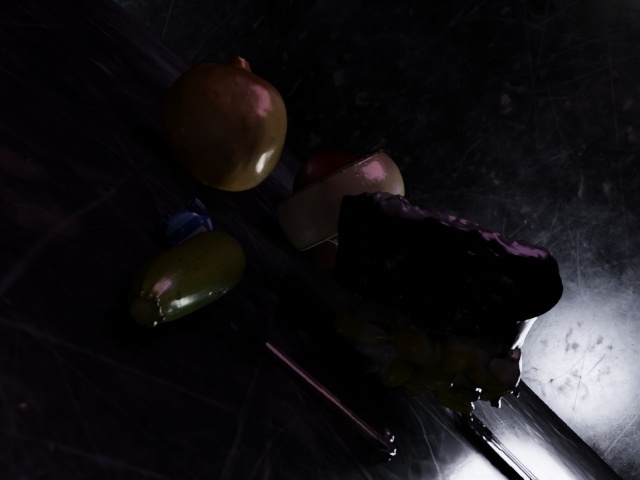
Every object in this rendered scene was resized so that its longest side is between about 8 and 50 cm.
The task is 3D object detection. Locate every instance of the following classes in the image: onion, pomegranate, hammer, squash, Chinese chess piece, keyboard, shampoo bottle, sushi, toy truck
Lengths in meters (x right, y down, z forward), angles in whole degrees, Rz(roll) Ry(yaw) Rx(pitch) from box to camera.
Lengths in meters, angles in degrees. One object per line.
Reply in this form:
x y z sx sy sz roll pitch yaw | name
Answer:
0.061 -0.119 1.416 0.276 0.276 0.276 42 8 -8 | onion
-0.166 -0.196 0.906 0.233 0.233 0.233 42 8 -8 | pomegranate
0.009 0.168 0.548 0.182 0.017 0.062 41 8 -3 | hammer
-0.116 0.033 0.470 0.066 0.066 0.201 43 11 -2 | squash
0.039 -0.083 1.070 0.112 0.269 0.270 62 8 -3 | Chinese chess piece
0.351 0.408 0.934 0.262 0.016 0.106 45 9 7 | keyboard
0.030 0.013 1.184 0.068 0.067 0.236 61 14 -1 | shampoo bottle
0.151 0.093 0.797 0.328 0.286 0.328 20 5 -5 | sushi
-0.140 -0.002 0.598 0.090 0.056 0.073 54 0 -14 | toy truck
